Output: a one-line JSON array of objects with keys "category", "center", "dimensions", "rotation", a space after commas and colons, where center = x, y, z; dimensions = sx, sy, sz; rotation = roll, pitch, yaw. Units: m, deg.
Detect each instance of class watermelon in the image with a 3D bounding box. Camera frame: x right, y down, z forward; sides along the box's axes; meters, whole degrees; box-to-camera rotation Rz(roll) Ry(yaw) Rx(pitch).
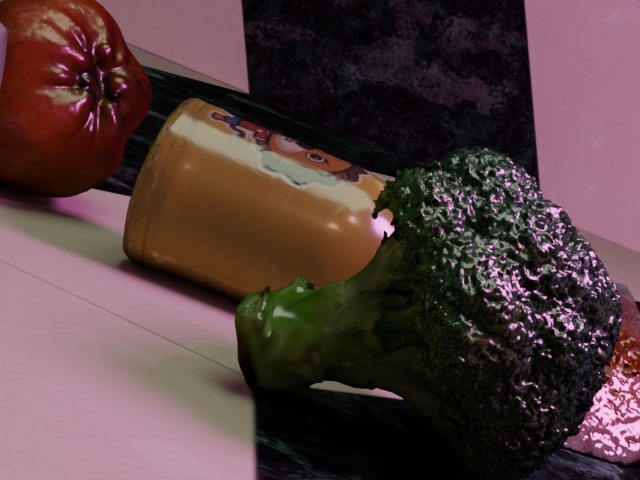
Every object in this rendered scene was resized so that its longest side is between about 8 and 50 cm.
[{"category": "watermelon", "center": [0.266, 0.137, 1.727], "dimensions": [0.192, 0.140, 0.257], "rotation": [12, 17, 2]}]

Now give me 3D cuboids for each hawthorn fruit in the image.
[{"category": "hawthorn fruit", "center": [-0.312, -0.153, 1.879], "dimensions": [0.260, 0.224, 0.224], "rotation": [0, -6, 41]}]

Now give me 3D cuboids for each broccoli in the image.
[{"category": "broccoli", "center": [0.093, 0.062, 1.424], "dimensions": [0.297, 0.298, 0.297], "rotation": [-5, 3, 15]}]

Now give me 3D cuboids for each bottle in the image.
[{"category": "bottle", "center": [0.000, 0.000, 1.715], "dimensions": [0.351, 0.172, 0.171], "rotation": [21, 9, 5]}]

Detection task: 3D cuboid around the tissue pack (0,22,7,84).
[{"category": "tissue pack", "center": [-0.424, -0.118, 1.362], "dimensions": [0.333, 0.236, 0.229], "rotation": [20, 0, -3]}]
